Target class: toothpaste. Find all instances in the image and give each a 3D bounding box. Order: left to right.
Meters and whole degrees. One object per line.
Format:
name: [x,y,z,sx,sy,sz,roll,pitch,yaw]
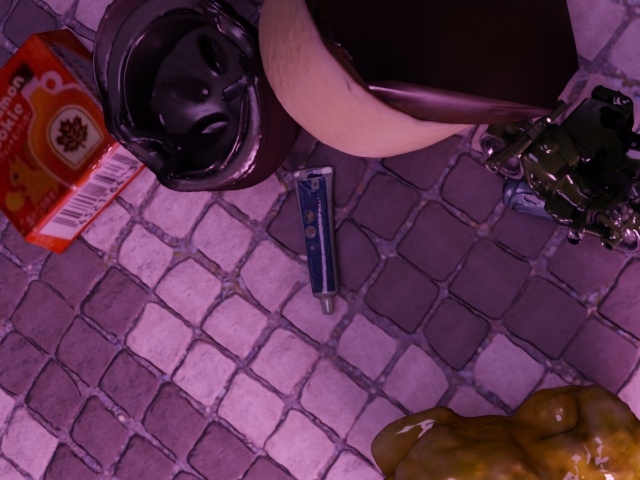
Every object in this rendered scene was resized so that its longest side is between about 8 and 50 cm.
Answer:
toothpaste: [0.000,0.000,1.512,0.057,0.035,0.197,-7,85,12]

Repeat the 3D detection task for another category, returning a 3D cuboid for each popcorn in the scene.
popcorn: [0.217,0.332,1.310,0.334,0.292,0.293,-15,48,-7]

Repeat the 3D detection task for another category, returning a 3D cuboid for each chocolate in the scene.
chocolate: [-0.378,-0.140,1.595,0.237,0.108,0.234,-44,76,15]
chocolate: [0.087,-0.233,1.336,0.314,0.297,0.326,2,63,-23]

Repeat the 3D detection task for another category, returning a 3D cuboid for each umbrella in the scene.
umbrella: [0.341,-0.029,1.391,0.251,0.053,0.052,19,98,19]

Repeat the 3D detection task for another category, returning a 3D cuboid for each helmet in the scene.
helmet: [-0.141,-0.193,1.482,0.225,0.177,0.305,-46,64,24]

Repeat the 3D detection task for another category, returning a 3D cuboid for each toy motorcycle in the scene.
toy motorcycle: [0.333,-0.100,1.333,0.275,0.127,0.205,37,71,24]
